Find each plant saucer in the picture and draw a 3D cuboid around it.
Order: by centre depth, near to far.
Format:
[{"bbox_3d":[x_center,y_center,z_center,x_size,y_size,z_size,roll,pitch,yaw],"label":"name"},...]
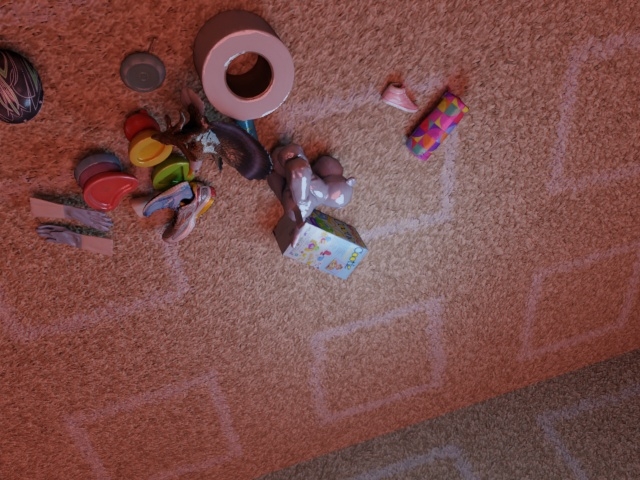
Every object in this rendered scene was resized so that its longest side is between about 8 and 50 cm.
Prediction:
[{"bbox_3d":[-0.472,-0.441,1.659,0.119,0.021,0.119,-12,139,-10],"label":"plant saucer"}]

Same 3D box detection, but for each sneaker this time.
[{"bbox_3d":[-0.448,-0.110,1.829,0.162,0.063,0.073,-30,104,-1],"label":"sneaker"},{"bbox_3d":[-0.423,-0.091,1.915,0.092,0.088,0.225,27,104,-45],"label":"sneaker"},{"bbox_3d":[0.259,-0.447,1.934,0.134,0.051,0.070,14,125,-24],"label":"sneaker"}]

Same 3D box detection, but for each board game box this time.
[{"bbox_3d":[0.000,0.000,2.114,0.275,0.142,0.144,24,114,-33],"label":"board game box"}]

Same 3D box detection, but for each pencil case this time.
[{"bbox_3d":[0.376,-0.371,2.013,0.104,0.104,0.236,27,111,-35],"label":"pencil case"}]

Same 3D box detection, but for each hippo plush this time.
[{"bbox_3d":[-0.007,-0.177,1.906,0.236,0.294,0.234,-11,151,-23],"label":"hippo plush"}]

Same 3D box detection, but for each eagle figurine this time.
[{"bbox_3d":[-0.298,-0.263,1.687,0.225,0.226,0.298,-31,163,36],"label":"eagle figurine"}]

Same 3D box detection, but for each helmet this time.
[{"bbox_3d":[-0.760,-0.374,1.512,0.169,0.161,0.170,-13,127,-17],"label":"helmet"}]

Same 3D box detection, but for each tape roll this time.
[{"bbox_3d":[-0.207,-0.468,1.658,0.246,0.169,0.246,-11,129,-14],"label":"tape roll"}]

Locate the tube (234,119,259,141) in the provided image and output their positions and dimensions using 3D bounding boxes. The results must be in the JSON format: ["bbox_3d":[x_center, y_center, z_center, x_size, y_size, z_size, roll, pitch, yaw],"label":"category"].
[{"bbox_3d":[-0.215,-0.291,1.875,0.080,0.052,0.207,-10,136,-2],"label":"tube"}]

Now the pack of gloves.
[{"bbox_3d":[-0.722,-0.050,1.832,0.232,0.046,0.195,13,140,-9],"label":"pack of gloves"}]

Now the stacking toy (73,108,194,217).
[{"bbox_3d":[-0.533,-0.216,1.798,0.309,0.130,0.279,-35,156,10],"label":"stacking toy"}]

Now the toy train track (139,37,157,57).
[{"bbox_3d":[-0.449,-0.496,1.641,0.048,0.014,0.083,11,127,-36],"label":"toy train track"}]
